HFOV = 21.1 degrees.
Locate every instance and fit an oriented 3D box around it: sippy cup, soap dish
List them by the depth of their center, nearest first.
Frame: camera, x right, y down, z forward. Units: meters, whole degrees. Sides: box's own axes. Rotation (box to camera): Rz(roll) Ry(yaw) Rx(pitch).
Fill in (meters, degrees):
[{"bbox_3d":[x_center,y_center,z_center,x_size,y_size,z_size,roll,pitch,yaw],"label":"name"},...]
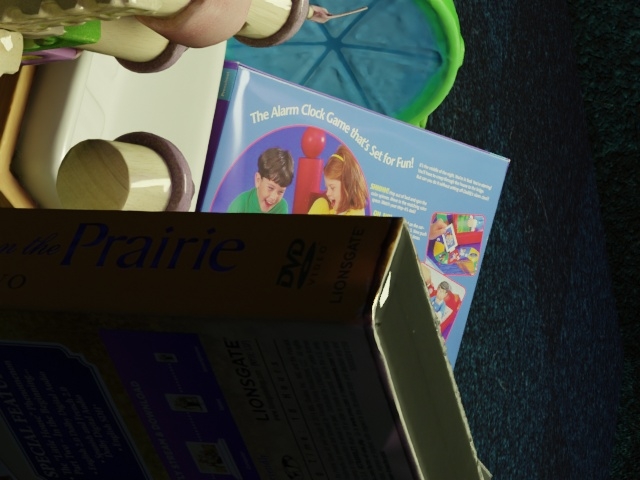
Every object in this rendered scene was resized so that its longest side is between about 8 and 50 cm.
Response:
[{"bbox_3d":[-0.168,-0.103,1.196,0.229,0.118,0.291,61,33,-54],"label":"soap dish"},{"bbox_3d":[0.015,-0.246,1.631,0.305,0.240,0.224,103,-7,-46],"label":"sippy cup"}]

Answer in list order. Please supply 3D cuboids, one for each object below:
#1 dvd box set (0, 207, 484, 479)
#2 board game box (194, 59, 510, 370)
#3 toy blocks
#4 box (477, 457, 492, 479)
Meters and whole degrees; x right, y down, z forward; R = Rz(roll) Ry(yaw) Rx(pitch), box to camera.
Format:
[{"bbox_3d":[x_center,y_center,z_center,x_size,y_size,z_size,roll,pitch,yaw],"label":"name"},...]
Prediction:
[{"bbox_3d":[-0.133,0.107,0.804,0.308,0.420,0.062,70,30,-43],"label":"dvd box set"},{"bbox_3d":[0.000,0.000,1.455,0.347,0.078,0.233,15,90,-45],"label":"board game box"},{"bbox_3d":[-0.153,-0.110,0.967,0.260,0.288,0.309,2,84,-66],"label":"toy blocks"},{"bbox_3d":[-0.009,0.258,1.441,0.307,0.076,0.242,-50,145,-8],"label":"box"}]
